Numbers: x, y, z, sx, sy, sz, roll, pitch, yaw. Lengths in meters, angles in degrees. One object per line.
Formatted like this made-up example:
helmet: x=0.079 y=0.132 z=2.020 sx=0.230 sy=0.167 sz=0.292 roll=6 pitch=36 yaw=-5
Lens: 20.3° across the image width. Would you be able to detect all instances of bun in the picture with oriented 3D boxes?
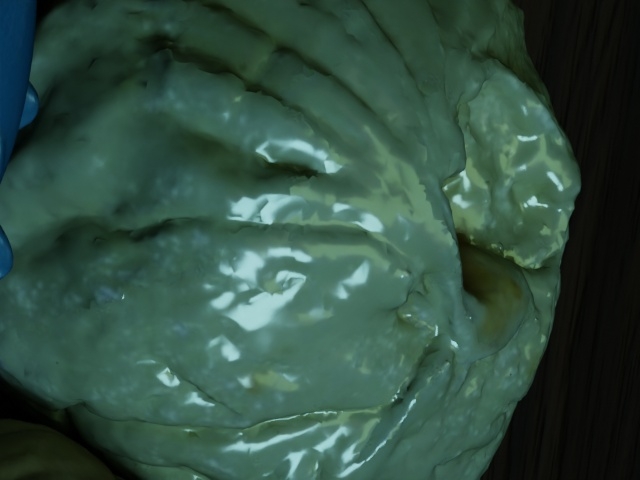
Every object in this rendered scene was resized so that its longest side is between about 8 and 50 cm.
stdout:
bun: x=0.000 y=0.000 z=0.871 sx=0.349 sy=0.227 sz=0.353 roll=-4 pitch=102 yaw=-56

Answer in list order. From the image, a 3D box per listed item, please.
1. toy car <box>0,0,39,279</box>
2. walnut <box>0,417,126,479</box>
toy car: x=-0.194 y=-0.058 z=0.664 sx=0.190 sy=0.188 sz=0.255 roll=24 pitch=80 yaw=-60
walnut: x=-0.166 y=0.201 z=0.761 sx=0.261 sy=0.225 sz=0.225 roll=-49 pitch=136 yaw=-12
